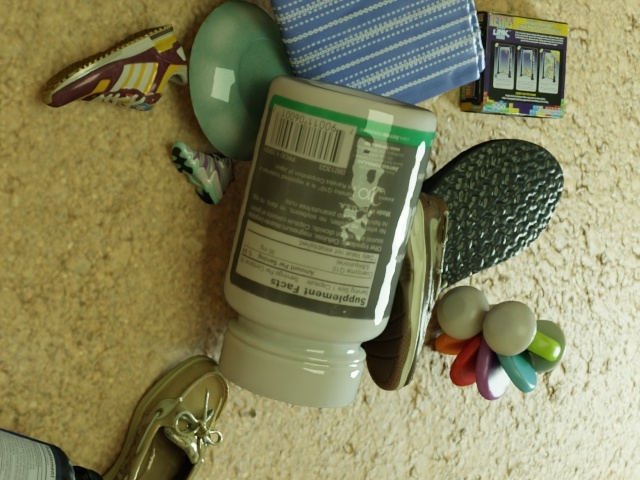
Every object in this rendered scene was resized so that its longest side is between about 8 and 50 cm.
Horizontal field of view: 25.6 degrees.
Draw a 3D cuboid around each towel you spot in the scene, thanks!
[{"bbox_3d":[0.068,-0.275,1.698,0.243,0.040,0.336,-24,140,-4],"label":"towel"}]

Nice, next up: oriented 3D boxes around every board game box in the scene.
[{"bbox_3d":[0.276,-0.248,2.003,0.170,0.048,0.141,1,92,-39],"label":"board game box"}]

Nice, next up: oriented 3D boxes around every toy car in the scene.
[{"bbox_3d":[0.239,0.150,1.936,0.159,0.182,0.136,30,80,-53],"label":"toy car"}]

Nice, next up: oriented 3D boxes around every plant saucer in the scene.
[{"bbox_3d":[-0.080,-0.193,1.695,0.195,0.037,0.195,-4,95,-53],"label":"plant saucer"}]

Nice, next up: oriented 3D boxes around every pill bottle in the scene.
[{"bbox_3d":[0.000,0.000,1.666,0.204,0.204,0.361,6,102,-40],"label":"pill bottle"},{"bbox_3d":[-0.342,0.265,1.503,0.219,0.122,0.123,27,78,-39],"label":"pill bottle"}]

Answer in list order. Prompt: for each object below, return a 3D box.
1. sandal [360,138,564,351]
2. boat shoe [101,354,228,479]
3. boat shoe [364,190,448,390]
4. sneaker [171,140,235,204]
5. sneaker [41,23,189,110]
[{"bbox_3d":[0.135,-0.005,1.894,0.445,0.107,0.168,-33,117,-18],"label":"sandal"},{"bbox_3d":[-0.184,0.265,1.654,0.104,0.089,0.285,44,67,-33],"label":"boat shoe"},{"bbox_3d":[0.122,0.065,1.790,0.095,0.095,0.257,-2,104,-34],"label":"boat shoe"},{"bbox_3d":[-0.135,-0.098,1.690,0.069,0.038,0.098,-52,133,-25],"label":"sneaker"},{"bbox_3d":[-0.224,-0.176,1.585,0.185,0.069,0.084,-33,109,-31],"label":"sneaker"}]
